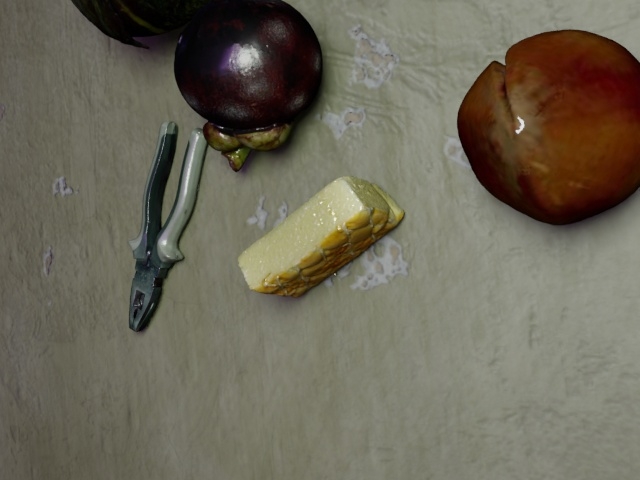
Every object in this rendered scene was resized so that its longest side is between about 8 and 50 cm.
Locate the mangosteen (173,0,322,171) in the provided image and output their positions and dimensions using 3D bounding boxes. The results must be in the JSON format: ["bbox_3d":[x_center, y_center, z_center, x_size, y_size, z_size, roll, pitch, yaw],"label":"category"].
[{"bbox_3d":[-0.091,-0.200,0.827,0.194,0.194,0.230,13,120,27],"label":"mangosteen"}]

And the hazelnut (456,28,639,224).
[{"bbox_3d":[0.228,-0.112,0.634,0.208,0.208,0.208,-1,89,28],"label":"hazelnut"}]

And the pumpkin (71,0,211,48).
[{"bbox_3d":[-0.217,-0.420,0.855,0.320,0.192,0.320,-21,51,28],"label":"pumpkin"}]

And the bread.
[{"bbox_3d":[0.001,-0.001,0.793,0.188,0.125,0.068,-36,72,22],"label":"bread"}]

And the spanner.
[{"bbox_3d":[-0.241,-0.017,0.969,0.096,0.040,0.325,18,96,27],"label":"spanner"}]
